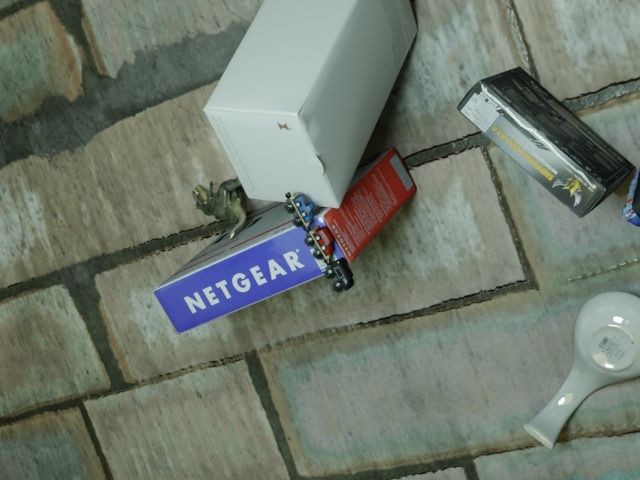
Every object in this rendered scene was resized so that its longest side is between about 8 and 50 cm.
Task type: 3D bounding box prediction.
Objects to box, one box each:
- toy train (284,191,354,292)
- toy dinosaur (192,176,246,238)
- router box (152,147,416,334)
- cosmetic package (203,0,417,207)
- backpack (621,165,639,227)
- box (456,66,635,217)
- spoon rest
[{"bbox_3d":[0.000,0.000,1.543,0.036,0.027,0.158,-27,100,28],"label":"toy train"},{"bbox_3d":[-0.148,-0.078,1.886,0.064,0.268,0.118,23,94,-21],"label":"toy dinosaur"},{"bbox_3d":[-0.052,-0.002,1.761,0.335,0.301,0.082,-23,102,32],"label":"router box"},{"bbox_3d":[-0.001,-0.247,1.611,0.155,0.365,0.197,9,144,26],"label":"cosmetic package"},{"bbox_3d":[0.515,-0.052,1.532,0.173,0.158,0.117,29,132,-2],"label":"backpack"},{"bbox_3d":[0.320,-0.144,1.594,0.231,0.183,0.056,43,118,11],"label":"box"},{"bbox_3d":[0.408,0.190,1.696,0.137,0.084,0.276,39,120,12],"label":"spoon rest"}]
